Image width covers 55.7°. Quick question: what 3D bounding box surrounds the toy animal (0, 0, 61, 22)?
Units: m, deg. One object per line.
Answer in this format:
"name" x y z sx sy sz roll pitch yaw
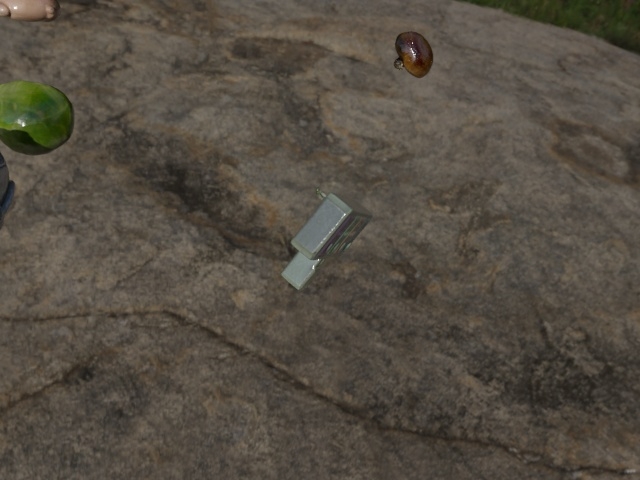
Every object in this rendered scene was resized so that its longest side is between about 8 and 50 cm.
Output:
"toy animal" -0.579 -0.541 1.208 0.171 0.198 0.171 21 21 -8

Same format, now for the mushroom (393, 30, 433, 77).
"mushroom" 0.243 -0.488 1.590 0.127 0.087 0.127 20 61 -40

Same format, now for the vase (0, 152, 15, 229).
"vase" -0.657 -0.075 1.010 0.250 0.250 0.445 -1 16 -21

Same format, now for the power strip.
"power strip" 0.000 0.000 0.865 0.061 0.145 0.215 39 7 10

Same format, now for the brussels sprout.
"brussels sprout" -0.638 -0.268 1.332 0.180 0.162 0.144 2 3 10
